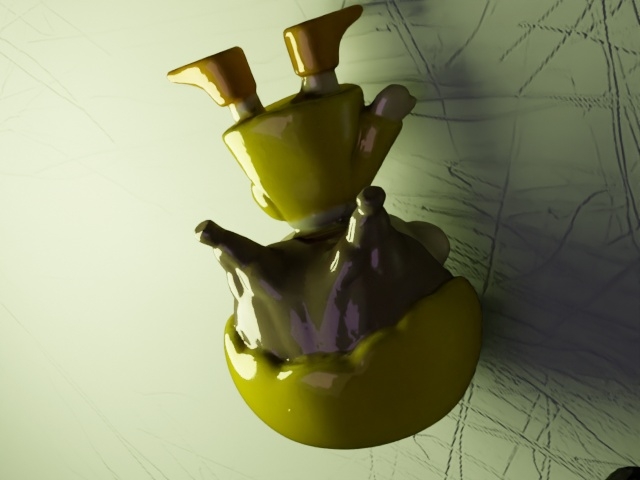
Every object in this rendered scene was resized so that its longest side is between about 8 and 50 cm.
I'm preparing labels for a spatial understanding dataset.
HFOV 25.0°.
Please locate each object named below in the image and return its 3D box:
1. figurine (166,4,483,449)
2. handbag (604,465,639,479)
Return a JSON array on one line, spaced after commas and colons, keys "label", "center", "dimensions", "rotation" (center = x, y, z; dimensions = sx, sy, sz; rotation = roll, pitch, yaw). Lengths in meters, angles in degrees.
[{"label": "figurine", "center": [0.000, 0.000, 1.161], "dimensions": [0.215, 0.187, 0.344], "rotation": [-17, 94, 32]}, {"label": "handbag", "center": [0.344, 0.358, 1.061], "dimensions": [0.327, 0.162, 0.325], "rotation": [14, 123, 29]}]
